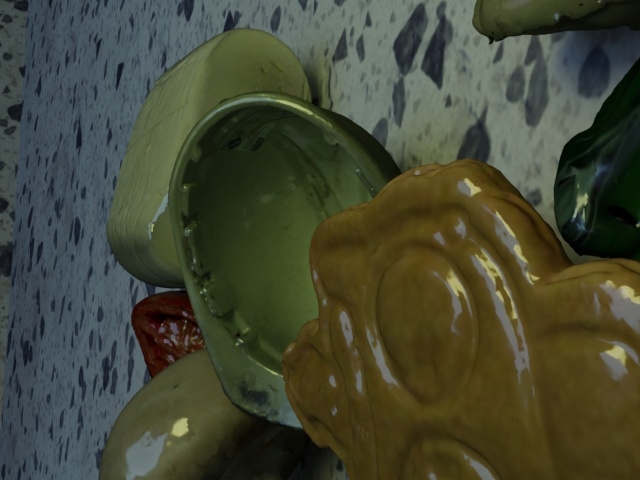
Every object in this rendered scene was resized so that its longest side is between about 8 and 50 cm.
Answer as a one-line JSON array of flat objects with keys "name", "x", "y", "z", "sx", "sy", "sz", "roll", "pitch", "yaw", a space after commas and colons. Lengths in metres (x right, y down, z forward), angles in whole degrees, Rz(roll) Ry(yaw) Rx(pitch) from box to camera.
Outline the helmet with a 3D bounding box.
[{"name": "helmet", "x": 0.002, "y": 0.003, "z": 0.908, "sx": 0.204, "sy": 0.137, "sz": 0.258, "roll": -2, "pitch": 104, "yaw": 30}]

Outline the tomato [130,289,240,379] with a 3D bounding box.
[{"name": "tomato", "x": -0.099, "y": 0.115, "z": 1.161, "sx": 0.174, "sy": 0.082, "sz": 0.166, "roll": 0, "pitch": 116, "yaw": 47}]

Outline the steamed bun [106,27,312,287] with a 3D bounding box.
[{"name": "steamed bun", "x": -0.095, "y": -0.069, "z": 1.120, "sx": 0.200, "sy": 0.154, "sz": 0.250, "roll": -15, "pitch": 58, "yaw": 62}]

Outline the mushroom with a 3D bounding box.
[{"name": "mushroom", "x": -0.071, "y": 0.203, "z": 0.979, "sx": 0.215, "sy": 0.207, "sz": 0.207, "roll": 45, "pitch": 131, "yaw": 23}]

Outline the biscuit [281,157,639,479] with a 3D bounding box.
[{"name": "biscuit", "x": 0.075, "y": 0.090, "z": 0.695, "sx": 0.376, "sy": 0.051, "sz": 0.269, "roll": -9, "pitch": 93, "yaw": 58}]

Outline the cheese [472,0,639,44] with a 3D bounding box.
[{"name": "cheese", "x": 0.162, "y": -0.210, "z": 0.659, "sx": 0.175, "sy": 0.091, "sz": 0.202, "roll": 179, "pitch": 100, "yaw": -67}]

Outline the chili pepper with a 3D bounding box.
[{"name": "chili pepper", "x": 0.187, "y": -0.084, "z": 0.599, "sx": 0.216, "sy": 0.062, "sz": 0.108, "roll": -63, "pitch": 30, "yaw": 34}]
